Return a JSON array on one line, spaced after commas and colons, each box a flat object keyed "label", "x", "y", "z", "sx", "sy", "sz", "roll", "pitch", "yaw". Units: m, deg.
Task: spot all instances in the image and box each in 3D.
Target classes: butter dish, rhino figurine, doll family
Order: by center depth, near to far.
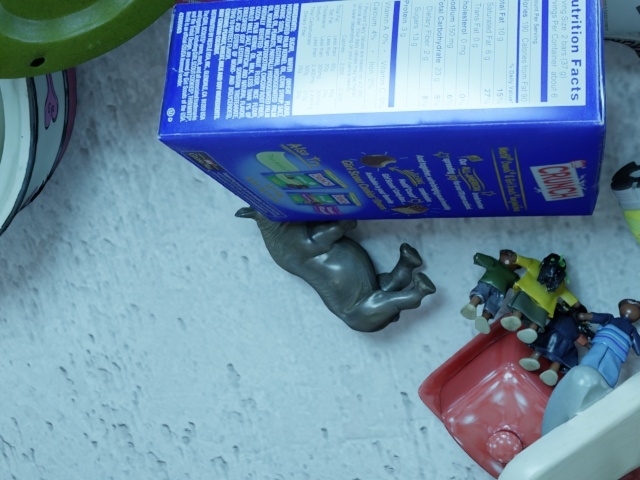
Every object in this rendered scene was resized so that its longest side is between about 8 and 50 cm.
[{"label": "doll family", "x": 0.235, "y": 0.070, "z": 0.849, "sx": 0.193, "sy": 0.111, "sz": 0.076, "roll": 42, "pitch": 147, "yaw": -4}, {"label": "butter dish", "x": 0.194, "y": 0.183, "z": 0.888, "sx": 0.160, "sy": 0.118, "sz": 0.160, "roll": 44, "pitch": 116, "yaw": -1}, {"label": "rhino figurine", "x": 0.000, "y": 0.000, "z": 0.910, "sx": 0.243, "sy": 0.073, "sz": 0.106, "roll": 42, "pitch": 114, "yaw": 1}]

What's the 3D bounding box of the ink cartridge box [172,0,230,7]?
[{"label": "ink cartridge box", "x": -0.030, "y": -0.331, "z": 0.770, "sx": 0.207, "sy": 0.117, "sz": 0.283, "roll": 21, "pitch": 115, "yaw": 10}]

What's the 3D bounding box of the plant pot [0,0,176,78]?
[{"label": "plant pot", "x": -0.262, "y": -0.329, "z": 0.661, "sx": 0.366, "sy": 0.366, "sz": 0.353, "roll": -36, "pitch": 78, "yaw": 26}]

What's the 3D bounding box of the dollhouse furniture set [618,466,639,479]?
[{"label": "dollhouse furniture set", "x": 0.255, "y": 0.380, "z": 0.921, "sx": 0.201, "sy": 0.152, "sz": 0.374, "roll": 47, "pitch": 116, "yaw": -3}]

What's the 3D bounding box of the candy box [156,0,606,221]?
[{"label": "candy box", "x": 0.069, "y": -0.099, "z": 0.723, "sx": 0.317, "sy": 0.268, "sz": 0.122, "roll": 1, "pitch": 78, "yaw": 15}]

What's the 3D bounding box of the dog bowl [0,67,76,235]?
[{"label": "dog bowl", "x": -0.449, "y": -0.176, "z": 0.949, "sx": 0.407, "sy": 0.150, "sz": 0.408, "roll": 6, "pitch": 111, "yaw": 15}]

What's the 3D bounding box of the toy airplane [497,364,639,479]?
[{"label": "toy airplane", "x": 0.350, "y": 0.089, "z": 0.692, "sx": 0.386, "sy": 0.272, "sz": 0.384, "roll": 18, "pitch": 97, "yaw": -19}]

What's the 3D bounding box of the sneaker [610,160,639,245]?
[{"label": "sneaker", "x": 0.374, "y": -0.037, "z": 0.776, "sx": 0.208, "sy": 0.081, "sz": 0.094, "roll": -7, "pitch": 115, "yaw": 27}]

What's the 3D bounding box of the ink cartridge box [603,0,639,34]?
[{"label": "ink cartridge box", "x": 0.282, "y": -0.276, "z": 0.644, "sx": 0.289, "sy": 0.121, "sz": 0.211, "roll": -1, "pitch": 83, "yaw": 20}]

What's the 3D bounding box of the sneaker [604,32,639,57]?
[{"label": "sneaker", "x": 0.270, "y": -0.191, "z": 0.755, "sx": 0.170, "sy": 0.075, "sz": 0.063, "roll": 23, "pitch": 90, "yaw": 31}]
